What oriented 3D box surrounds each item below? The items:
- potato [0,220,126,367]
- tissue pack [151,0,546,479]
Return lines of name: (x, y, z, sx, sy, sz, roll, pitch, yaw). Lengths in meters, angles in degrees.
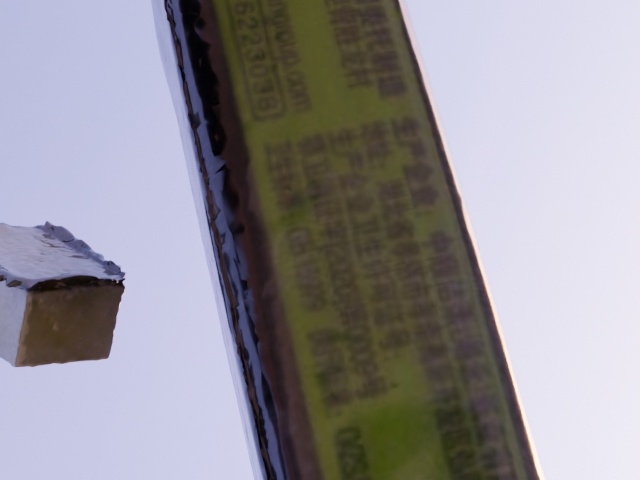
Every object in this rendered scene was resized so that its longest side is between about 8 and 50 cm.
potato: (-0.174, 0.030, 0.656, 0.086, 0.122, 0.061, -2, -73, -41)
tissue pack: (0.000, 0.000, 0.573, 0.124, 0.394, 0.288, -12, -16, -4)
